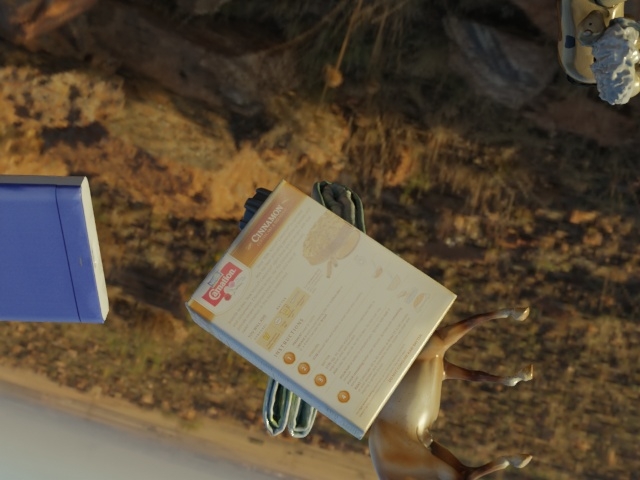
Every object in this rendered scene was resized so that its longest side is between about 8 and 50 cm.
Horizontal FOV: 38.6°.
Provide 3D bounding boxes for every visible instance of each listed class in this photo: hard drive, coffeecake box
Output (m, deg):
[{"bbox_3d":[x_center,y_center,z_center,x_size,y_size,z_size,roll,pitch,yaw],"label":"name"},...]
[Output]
[{"bbox_3d":[-0.444,0.012,1.161,0.318,0.040,0.210,1,125,2],"label":"hard drive"},{"bbox_3d":[0.000,0.059,0.799,0.185,0.142,0.068,34,164,9],"label":"coffeecake box"}]

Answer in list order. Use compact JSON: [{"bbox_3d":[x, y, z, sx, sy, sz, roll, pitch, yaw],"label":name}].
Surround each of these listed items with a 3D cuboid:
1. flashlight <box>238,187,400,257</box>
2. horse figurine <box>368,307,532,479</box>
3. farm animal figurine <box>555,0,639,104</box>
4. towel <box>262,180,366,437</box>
[{"bbox_3d":[0.000,0.000,1.704,0.304,0.103,0.103,23,163,16],"label":"flashlight"},{"bbox_3d":[0.106,0.160,0.845,0.174,0.263,0.066,-3,152,17],"label":"horse figurine"},{"bbox_3d":[0.367,-0.364,1.262,0.172,0.327,0.330,-7,-165,15],"label":"farm animal figurine"},{"bbox_3d":[-0.014,0.093,1.435,0.090,0.321,0.374,16,-165,-3],"label":"towel"}]
